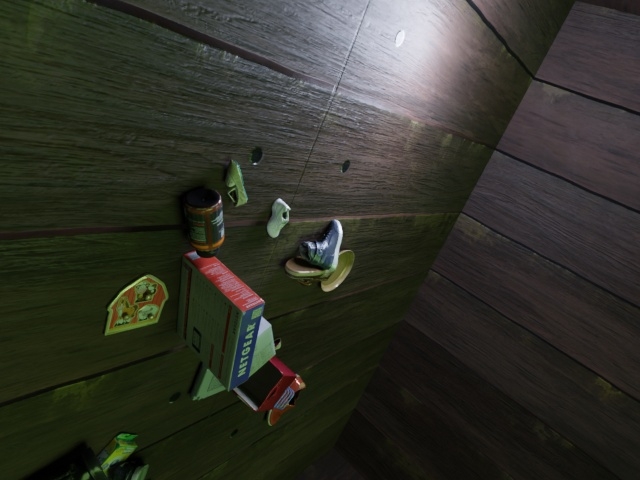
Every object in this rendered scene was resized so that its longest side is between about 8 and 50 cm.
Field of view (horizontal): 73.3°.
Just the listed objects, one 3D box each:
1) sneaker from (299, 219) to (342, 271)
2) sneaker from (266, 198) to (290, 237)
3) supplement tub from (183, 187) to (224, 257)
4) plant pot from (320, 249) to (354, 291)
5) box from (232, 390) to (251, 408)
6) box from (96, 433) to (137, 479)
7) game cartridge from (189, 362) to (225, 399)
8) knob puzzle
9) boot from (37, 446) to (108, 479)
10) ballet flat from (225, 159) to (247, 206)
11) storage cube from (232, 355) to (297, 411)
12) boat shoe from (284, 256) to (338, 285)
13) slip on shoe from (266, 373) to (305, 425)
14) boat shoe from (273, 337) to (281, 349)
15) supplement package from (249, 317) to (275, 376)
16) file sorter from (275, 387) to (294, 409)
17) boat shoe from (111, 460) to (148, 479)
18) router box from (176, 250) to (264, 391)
[{"bbox_3d":[0.001,0.000,1.783,0.163,0.086,0.227,18,66,-25],"label":"sneaker"},{"bbox_3d":[-0.148,-0.068,1.520,0.053,0.061,0.152,-24,140,-45],"label":"sneaker"},{"bbox_3d":[-0.330,-0.043,1.230,0.106,0.106,0.198,-31,143,-36],"label":"supplement tub"},{"bbox_3d":[0.076,0.142,2.098,0.236,0.032,0.237,-36,146,-29],"label":"plant pot"},{"bbox_3d":[-0.313,0.693,2.064,0.183,0.056,0.231,-44,149,-20],"label":"box"},{"bbox_3d":[-0.738,0.771,1.531,0.179,0.043,0.105,-50,151,-12],"label":"box"},{"bbox_3d":[-0.393,0.539,1.793,0.294,0.060,0.196,-3,126,-55],"label":"game cartridge"},{"bbox_3d":[-0.524,0.184,1.255,0.213,0.030,0.213,-36,146,-30],"label":"knob puzzle"},{"bbox_3d":[-0.806,0.858,1.370,0.260,0.131,0.349,-28,118,-37],"label":"boot"},{"bbox_3d":[-0.254,-0.162,1.274,0.052,0.057,0.168,-31,144,-19],"label":"ballet flat"},{"bbox_3d":[-0.244,0.572,1.790,0.184,0.214,0.193,-52,157,-7],"label":"storage cube"},{"bbox_3d":[-0.046,0.145,1.836,0.342,0.123,0.123,-4,123,-62],"label":"boat shoe"},{"bbox_3d":[-0.196,0.912,2.419,0.332,0.101,0.123,-57,153,6],"label":"slip on shoe"},{"bbox_3d":[-0.231,0.493,1.993,0.135,0.050,0.045,-27,138,-56],"label":"boat shoe"},{"bbox_3d":[-0.291,0.362,1.614,0.149,0.194,0.203,-37,147,-30],"label":"supplement package"},{"bbox_3d":[-0.217,0.744,2.094,0.118,0.104,0.170,-50,151,-10],"label":"file sorter"},{"bbox_3d":[-0.716,0.887,1.620,0.303,0.091,0.115,116,-9,-52],"label":"boat shoe"},{"bbox_3d":[-0.324,0.245,1.336,0.082,0.301,0.336,-21,137,-45],"label":"router box"}]
